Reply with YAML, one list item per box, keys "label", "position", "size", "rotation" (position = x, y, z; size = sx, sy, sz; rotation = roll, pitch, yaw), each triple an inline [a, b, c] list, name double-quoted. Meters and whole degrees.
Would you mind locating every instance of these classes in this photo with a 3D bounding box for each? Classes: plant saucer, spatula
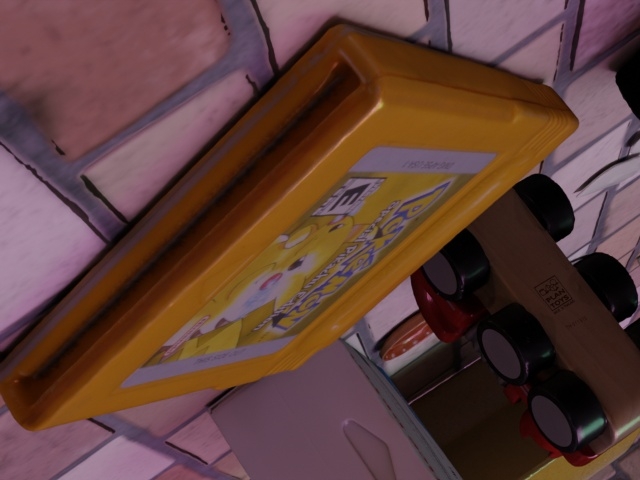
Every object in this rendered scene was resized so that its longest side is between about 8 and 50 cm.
- label: "plant saucer"
  position: [0.092, 0.090, 1.259]
  size: [0.083, 0.013, 0.083]
  rotation: [-32, 163, -11]
- label: "spatula"
  position: [0.366, -0.111, 1.243]
  size: [0.242, 0.019, 0.168]
  rotation: [-17, 154, -46]
- label: "plant saucer"
  position: [0.198, 0.255, 1.516]
  size: [0.333, 0.081, 0.333]
  rotation: [-30, -165, -20]

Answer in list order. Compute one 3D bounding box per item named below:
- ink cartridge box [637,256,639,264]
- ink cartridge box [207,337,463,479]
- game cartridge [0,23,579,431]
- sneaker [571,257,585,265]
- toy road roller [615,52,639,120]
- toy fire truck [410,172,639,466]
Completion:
- label: "ink cartridge box"
  position: [0.613, -0.053, 1.810]
  size: [0.333, 0.065, 0.165]
  rotation: [-43, 161, 20]
- label: "ink cartridge box"
  position: [0.044, 0.219, 1.148]
  size: [0.129, 0.223, 0.307]
  rotation: [-36, 163, 2]
- label: "game cartridge"
  position: [0.000, 0.000, 0.775]
  size: [0.285, 0.052, 0.324]
  rotation: [-43, 161, 22]
- label: "sneaker"
  position: [0.305, 0.112, 1.484]
  size: [0.102, 0.161, 0.282]
  rotation: [-46, 162, 25]
- label: "toy road roller"
  position: [0.396, -0.067, 0.903]
  size: [0.241, 0.329, 0.202]
  rotation: [19, 125, -43]
- label: "toy fire truck"
  position: [0.174, 0.084, 1.053]
  size: [0.159, 0.217, 0.246]
  rotation: [-29, 163, -23]
